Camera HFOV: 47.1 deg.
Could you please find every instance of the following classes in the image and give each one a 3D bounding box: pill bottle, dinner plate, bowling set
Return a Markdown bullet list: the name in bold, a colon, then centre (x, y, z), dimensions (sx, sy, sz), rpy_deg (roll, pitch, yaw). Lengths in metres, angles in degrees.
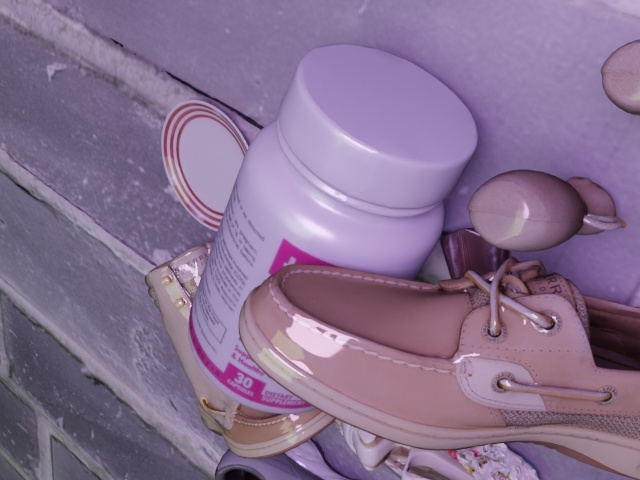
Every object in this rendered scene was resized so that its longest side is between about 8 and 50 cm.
- **pill bottle**: centre (0.000, 0.000, 0.587), dimensions (0.160, 0.160, 0.283), rpy_deg (42, 133, 18)
- **dinner plate**: centre (-0.111, -0.075, 0.751), dimensions (0.141, 0.017, 0.141), rpy_deg (19, 123, 33)
- **bowling set**: centre (0.239, -0.062, 0.382), dimensions (0.287, 0.154, 0.200), rpy_deg (20, 106, 35)

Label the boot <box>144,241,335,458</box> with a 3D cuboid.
- **boot**: centre (-0.093, 0.102, 0.753), dimensions (0.262, 0.095, 0.203), rpy_deg (-5, 107, 64)

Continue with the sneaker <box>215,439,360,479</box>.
- **sneaker**: centre (0.002, 0.298, 0.784), dimensions (0.271, 0.108, 0.100), rpy_deg (28, 126, 27)

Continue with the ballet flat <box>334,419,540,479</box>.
- **ballet flat**: centre (0.083, 0.189, 0.674), dimensions (0.241, 0.077, 0.091), rpy_deg (19, 124, 34)

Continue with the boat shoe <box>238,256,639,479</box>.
- **boat shoe**: centre (0.121, 0.061, 0.467), dimensions (0.341, 0.121, 0.110), rpy_deg (14, 120, -12)

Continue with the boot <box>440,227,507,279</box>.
- **boot**: centre (0.108, 0.040, 0.601), dimensions (0.106, 0.037, 0.114), rpy_deg (-5, 112, 29)
